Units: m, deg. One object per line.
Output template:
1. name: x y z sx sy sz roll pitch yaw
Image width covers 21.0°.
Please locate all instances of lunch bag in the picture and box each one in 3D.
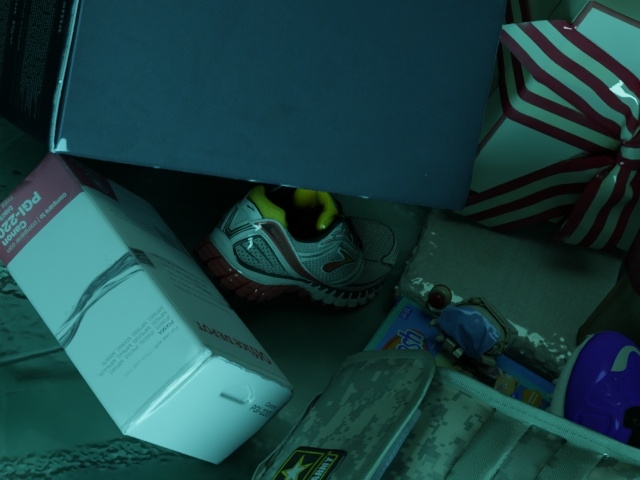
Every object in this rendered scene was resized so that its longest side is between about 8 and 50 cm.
1. lunch bag: 0.064 0.214 1.166 0.287 0.169 0.235 22 63 28

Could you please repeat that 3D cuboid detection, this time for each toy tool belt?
1. toy tool belt: 0.116 0.070 1.404 0.083 0.052 0.051 34 33 13

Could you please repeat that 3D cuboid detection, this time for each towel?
1. towel: 0.182 0.005 1.576 0.187 0.049 0.282 25 43 3

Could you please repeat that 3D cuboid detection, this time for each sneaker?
1. sneaker: 0.000 0.000 1.441 0.088 0.093 0.225 49 26 25
2. sneaker: 0.253 0.195 1.290 0.102 0.146 0.293 32 51 -36

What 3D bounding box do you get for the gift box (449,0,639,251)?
1. gift box: 0.240 -0.147 1.537 0.276 0.255 0.258 16 41 -16

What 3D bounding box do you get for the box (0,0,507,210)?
1. box: -0.080 -0.156 1.407 0.343 0.179 0.312 7 8 -22

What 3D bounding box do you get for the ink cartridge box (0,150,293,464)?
1. ink cartridge box: -0.136 0.053 1.297 0.218 0.092 0.158 48 7 27

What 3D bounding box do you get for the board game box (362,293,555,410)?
1. board game box: 0.118 0.152 1.393 0.210 0.047 0.160 31 42 8

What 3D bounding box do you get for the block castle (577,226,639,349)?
1. block castle: 0.457 0.137 1.407 0.303 0.213 0.453 -20 64 -38
